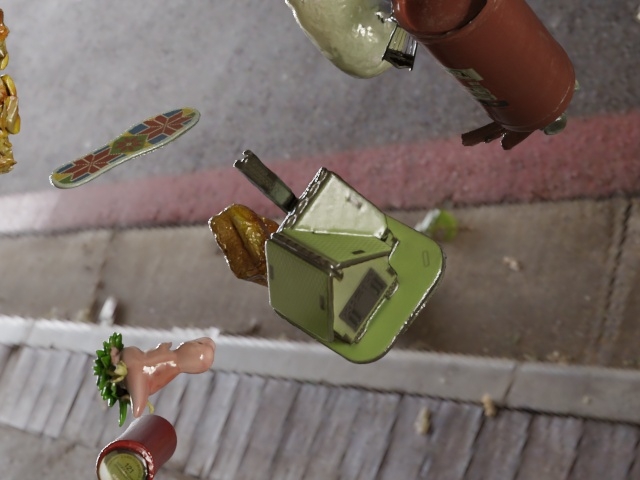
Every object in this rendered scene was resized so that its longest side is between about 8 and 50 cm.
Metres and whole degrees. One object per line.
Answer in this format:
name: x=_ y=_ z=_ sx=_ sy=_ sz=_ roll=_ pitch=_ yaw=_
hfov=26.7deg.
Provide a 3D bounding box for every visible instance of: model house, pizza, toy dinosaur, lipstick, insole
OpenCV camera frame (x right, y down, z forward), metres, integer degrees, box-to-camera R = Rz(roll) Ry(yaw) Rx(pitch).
model house: x=0.000 y=0.000 z=1.740 sx=0.218 sy=0.278 sz=0.204 roll=29 pitch=79 yaw=34
pizza: x=-0.473 y=-0.262 z=1.836 sx=0.251 sy=0.074 sz=0.287 roll=55 pitch=149 yaw=38
toy dinosaur: x=-0.283 y=0.240 z=2.324 sx=0.177 sy=0.152 sz=0.194 roll=2 pitch=25 yaw=28
lipstick: x=-0.249 y=0.293 z=1.853 sx=0.080 sy=0.080 sz=0.241 roll=-61 pitch=-1 yaw=2
insole: x=-0.209 y=-0.103 z=1.467 sx=0.193 sy=0.006 sz=0.065 roll=-31 pitch=39 yaw=-30

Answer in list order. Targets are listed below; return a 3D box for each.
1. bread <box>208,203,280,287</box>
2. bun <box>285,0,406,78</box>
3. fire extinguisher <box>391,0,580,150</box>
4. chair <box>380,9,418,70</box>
bread: x=-0.100 y=0.018 z=2.203 sx=0.077 sy=0.271 sz=0.139 roll=-28 pitch=78 yaw=6
bun: x=0.052 y=-0.403 z=2.243 sx=0.168 sy=0.273 sz=0.272 roll=-33 pitch=40 yaw=27
fire extinguisher: x=0.168 y=-0.173 z=1.366 sx=0.147 sy=0.337 sz=0.106 roll=-24 pitch=62 yaw=19
chair: x=0.089 y=-0.224 z=1.429 sx=0.042 sy=0.037 sz=0.086 roll=-140 pitch=67 yaw=-76
